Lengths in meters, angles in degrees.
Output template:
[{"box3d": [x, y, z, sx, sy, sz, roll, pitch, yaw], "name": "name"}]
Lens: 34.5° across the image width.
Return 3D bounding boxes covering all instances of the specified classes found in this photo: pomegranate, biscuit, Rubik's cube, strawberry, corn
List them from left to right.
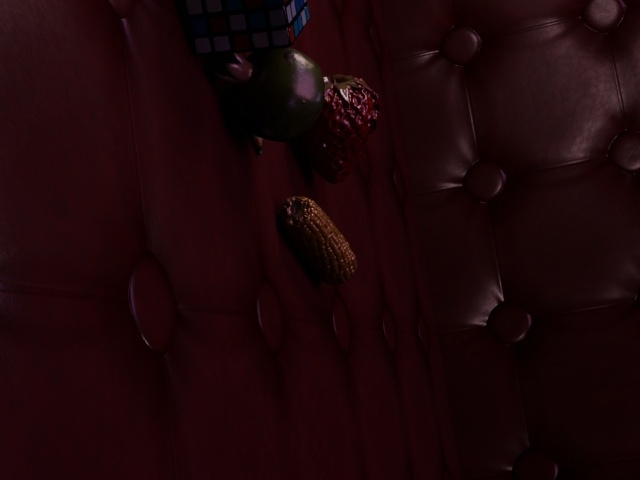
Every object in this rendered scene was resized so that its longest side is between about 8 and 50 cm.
[{"box3d": [-0.132, -0.438, 1.796, 0.187, 0.184, 0.182, -66, 152, -60], "name": "Rubik's cube"}, {"box3d": [-0.129, -0.212, 2.000, 0.089, 0.016, 0.046, 63, 22, -45], "name": "biscuit"}, {"box3d": [-0.103, -0.283, 1.890, 0.225, 0.187, 0.187, 25, 49, -34], "name": "pomegranate"}, {"box3d": [0.000, 0.000, 2.161, 0.293, 0.106, 0.106, 56, 27, -54], "name": "corn"}, {"box3d": [0.030, -0.246, 2.302, 0.205, 0.205, 0.245, -72, 163, -60], "name": "strawberry"}]
